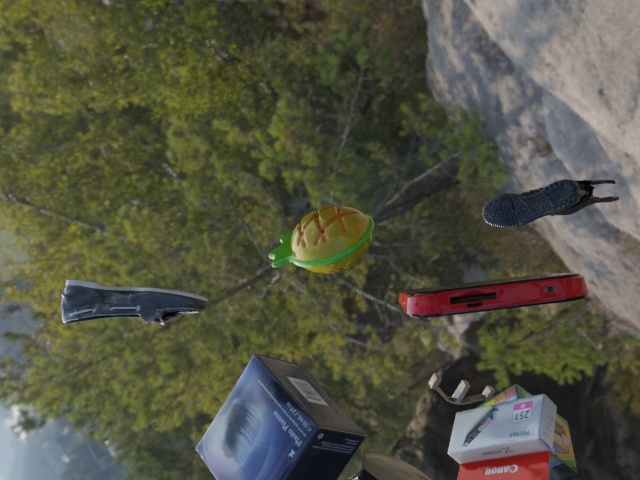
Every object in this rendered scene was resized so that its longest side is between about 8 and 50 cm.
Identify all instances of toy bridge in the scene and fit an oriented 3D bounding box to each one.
[{"bbox_3d":[0.354,0.383,1.755,0.063,0.188,0.026,-64,24,19],"label":"toy bridge"}]

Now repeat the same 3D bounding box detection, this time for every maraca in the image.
[{"bbox_3d":[0.000,0.000,1.085,0.186,0.127,0.099,-9,121,36],"label":"maraca"}]

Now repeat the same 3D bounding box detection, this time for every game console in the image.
[{"bbox_3d":[0.380,0.123,1.594,0.342,0.387,0.060,49,-145,-86],"label":"game console"}]

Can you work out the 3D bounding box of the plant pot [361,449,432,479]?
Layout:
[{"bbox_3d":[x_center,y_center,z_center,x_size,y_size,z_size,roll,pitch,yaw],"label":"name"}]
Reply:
[{"bbox_3d":[0.190,0.653,1.670,0.284,0.191,0.284,0,-90,-86],"label":"plant pot"}]

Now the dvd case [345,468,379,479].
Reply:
[{"bbox_3d":[0.122,0.459,1.172,0.180,0.022,0.253,36,159,10],"label":"dvd case"}]

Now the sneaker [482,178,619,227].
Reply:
[{"bbox_3d":[0.324,-0.053,0.985,0.170,0.089,0.051,-18,78,37],"label":"sneaker"}]

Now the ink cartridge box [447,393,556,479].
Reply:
[{"bbox_3d":[0.433,0.513,1.700,0.060,0.239,0.275,44,135,-20],"label":"ink cartridge box"}]

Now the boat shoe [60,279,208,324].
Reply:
[{"bbox_3d":[-0.407,0.149,1.515,0.112,0.335,0.095,47,-132,-73],"label":"boat shoe"}]

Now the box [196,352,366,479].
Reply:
[{"bbox_3d":[-0.102,0.481,1.651,0.296,0.183,0.294,38,100,46],"label":"box"}]

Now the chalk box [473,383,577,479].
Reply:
[{"bbox_3d":[0.540,0.540,1.936,0.289,0.179,0.180,38,123,-19],"label":"chalk box"}]
